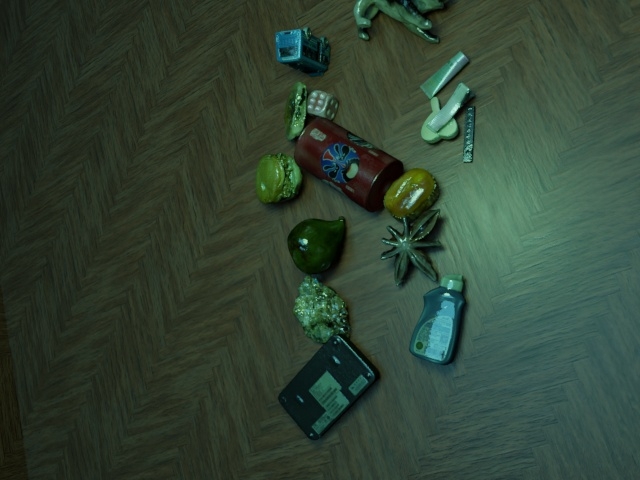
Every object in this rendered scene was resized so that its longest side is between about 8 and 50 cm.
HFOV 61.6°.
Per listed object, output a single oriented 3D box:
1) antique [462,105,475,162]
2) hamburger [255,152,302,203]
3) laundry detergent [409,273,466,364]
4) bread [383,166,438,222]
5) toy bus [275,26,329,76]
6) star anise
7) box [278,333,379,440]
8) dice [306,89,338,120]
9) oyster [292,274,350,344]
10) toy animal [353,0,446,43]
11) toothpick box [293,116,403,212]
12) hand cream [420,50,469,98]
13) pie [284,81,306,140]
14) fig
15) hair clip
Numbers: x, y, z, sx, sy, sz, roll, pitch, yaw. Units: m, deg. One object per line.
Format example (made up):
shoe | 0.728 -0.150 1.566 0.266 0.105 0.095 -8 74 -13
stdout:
antique | 0.492 -0.354 1.779 0.031 0.015 0.191 2 84 26
hamburger | -0.162 -0.231 2.010 0.215 0.122 0.189 -11 85 56
laundry detergent | 0.386 0.244 1.715 0.144 0.094 0.289 15 87 33
bread | 0.302 -0.153 1.797 0.190 0.114 0.132 -46 64 8
toy bus | -0.061 -0.692 1.972 0.114 0.246 0.134 2 96 26
star anise | 0.297 0.026 1.764 0.199 0.110 0.257 -2 102 10
box | 0.023 0.504 1.851 0.211 0.058 0.350 44 108 18
dice | 0.004 -0.499 1.995 0.094 0.091 0.093 19 92 26
oyster | 0.002 0.244 1.900 0.198 0.092 0.259 -14 82 22
toy animal | 0.281 -0.860 1.854 0.345 0.194 0.302 12 94 21
toothpick box | 0.094 -0.265 1.859 0.333 0.204 0.204 35 99 26
hand cream | 0.422 -0.565 1.828 0.174 0.047 0.076 -42 52 20
pie | -0.096 -0.483 2.018 0.052 0.185 0.217 4 96 -16
fig | 0.000 0.000 1.884 0.245 0.195 0.195 -35 68 -7
hair clip | 0.414 -0.425 1.796 0.218 0.071 0.159 -51 55 14
